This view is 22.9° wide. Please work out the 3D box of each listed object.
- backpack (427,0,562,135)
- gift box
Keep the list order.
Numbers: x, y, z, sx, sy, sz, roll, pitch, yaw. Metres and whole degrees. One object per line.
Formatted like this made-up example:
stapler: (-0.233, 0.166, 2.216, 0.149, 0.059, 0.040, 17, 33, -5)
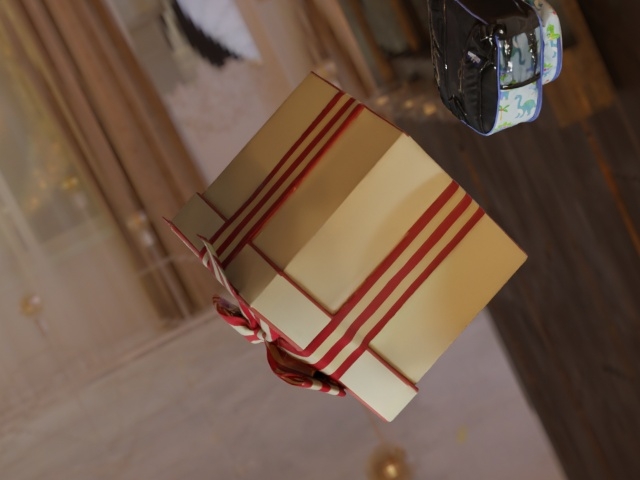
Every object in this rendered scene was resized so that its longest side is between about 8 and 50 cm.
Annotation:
backpack: (0.141, -0.148, 1.255, 0.084, 0.114, 0.105, -19, -141, -20)
gift box: (0.000, 0.000, 1.605, 0.258, 0.276, 0.255, -50, -151, 0)
